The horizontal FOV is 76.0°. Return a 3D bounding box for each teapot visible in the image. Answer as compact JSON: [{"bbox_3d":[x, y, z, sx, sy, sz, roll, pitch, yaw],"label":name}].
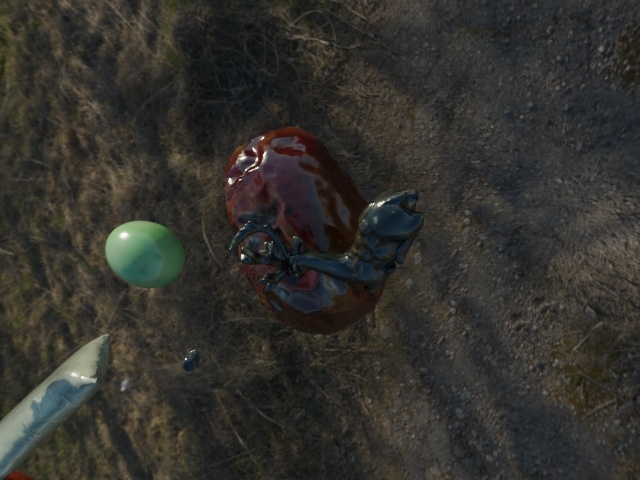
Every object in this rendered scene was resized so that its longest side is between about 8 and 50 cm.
[{"bbox_3d":[-0.420,0.403,1.348,0.049,0.083,0.063,-22,97,1],"label":"teapot"}]

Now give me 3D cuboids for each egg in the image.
[{"bbox_3d":[-0.591,0.044,1.385,0.270,0.220,0.220,29,110,18],"label":"egg"}]

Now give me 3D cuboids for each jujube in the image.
[{"bbox_3d":[-0.024,-0.012,0.763,0.277,0.276,0.376,-28,92,31],"label":"jujube"}]

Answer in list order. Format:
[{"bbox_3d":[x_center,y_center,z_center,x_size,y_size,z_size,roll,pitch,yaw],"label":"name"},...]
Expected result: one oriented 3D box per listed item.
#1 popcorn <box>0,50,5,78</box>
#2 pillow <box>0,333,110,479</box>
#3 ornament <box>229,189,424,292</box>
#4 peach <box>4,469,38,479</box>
[{"bbox_3d":[-0.475,-0.233,0.533,0.089,0.097,0.109,-13,44,44],"label":"popcorn"},{"bbox_3d":[-0.465,0.287,0.708,0.254,0.144,0.078,-44,112,-5],"label":"pillow"},{"bbox_3d":[0.000,0.000,0.560,0.202,0.237,0.080,111,159,-46],"label":"ornament"},{"bbox_3d":[-0.724,0.645,0.817,0.389,0.388,0.387,4,97,32],"label":"peach"}]
